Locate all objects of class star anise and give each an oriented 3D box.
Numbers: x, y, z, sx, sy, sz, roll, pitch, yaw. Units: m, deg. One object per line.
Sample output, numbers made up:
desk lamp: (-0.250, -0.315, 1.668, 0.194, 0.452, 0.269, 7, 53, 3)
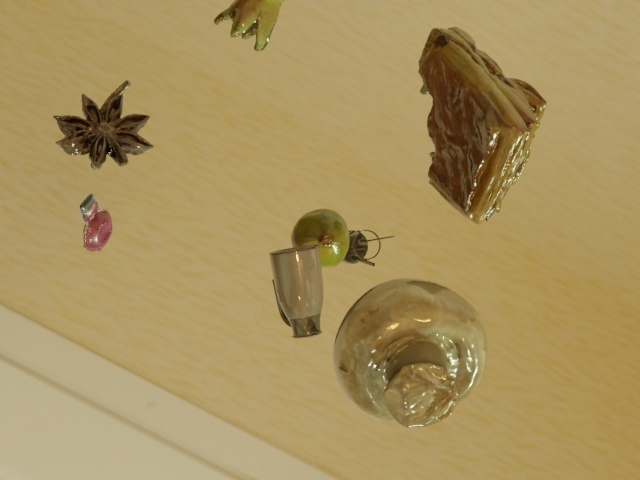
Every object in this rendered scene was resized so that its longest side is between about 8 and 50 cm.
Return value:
star anise: (-0.477, -0.248, 2.071, 0.081, 0.230, 0.263, 105, -3, -53)

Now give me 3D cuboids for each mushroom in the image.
mushroom: (0.175, 0.230, 1.715, 0.298, 0.297, 0.290, -60, -157, 21)

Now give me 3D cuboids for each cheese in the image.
cheese: (-0.458, -0.033, 1.888, 0.145, 0.038, 0.095, 86, 27, -49)

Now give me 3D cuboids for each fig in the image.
fig: (0.002, -0.005, 2.126, 0.121, 0.136, 0.153, -61, -178, -41)

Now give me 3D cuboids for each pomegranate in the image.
pomegranate: (-0.080, -0.492, 1.626, 0.286, 0.230, 0.231, -58, -175, 26)

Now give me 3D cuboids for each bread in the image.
bread: (0.343, -0.261, 2.061, 0.370, 0.191, 0.314, 59, -31, 36)

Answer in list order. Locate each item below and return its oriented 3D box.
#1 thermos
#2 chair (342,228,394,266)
thermos: (-0.050, 0.112, 1.956, 0.137, 0.105, 0.193, -4, -83, 51)
chair: (0.116, 0.012, 2.523, 0.095, 0.104, 0.221, -22, -175, -21)
